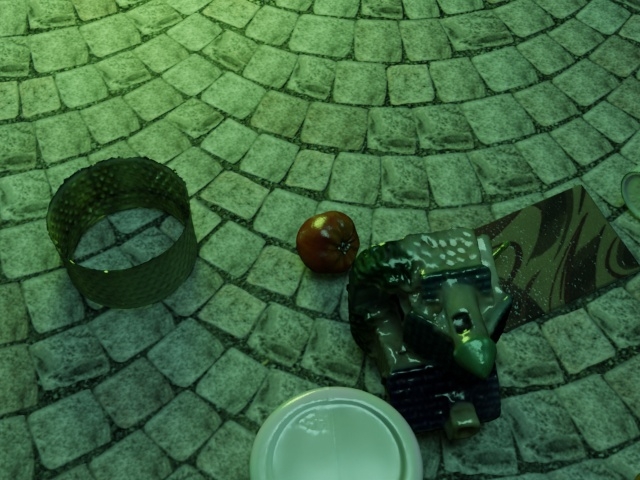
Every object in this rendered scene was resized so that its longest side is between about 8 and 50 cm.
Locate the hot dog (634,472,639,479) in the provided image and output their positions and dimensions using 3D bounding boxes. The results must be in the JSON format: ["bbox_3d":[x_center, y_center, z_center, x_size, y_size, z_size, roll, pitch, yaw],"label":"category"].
[{"bbox_3d":[0.557,0.414,1.446,0.140,0.060,0.090,-3,51,-11],"label":"hot dog"}]

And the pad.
[{"bbox_3d":[0.435,0.029,1.730,0.330,0.004,0.220,-23,65,-15],"label":"pad"}]

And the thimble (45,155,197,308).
[{"bbox_3d":[-0.370,-0.012,1.686,0.270,0.150,0.271,0,55,0],"label":"thimble"}]

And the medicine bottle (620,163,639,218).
[{"bbox_3d":[0.726,-0.138,1.783,0.225,0.139,0.139,-32,61,-20],"label":"medicine bottle"}]

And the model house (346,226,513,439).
[{"bbox_3d":[0.193,0.172,1.466,0.243,0.298,0.284,-12,56,-8],"label":"model house"}]

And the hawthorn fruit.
[{"bbox_3d":[0.008,-0.001,1.697,0.125,0.125,0.140,-36,64,-23],"label":"hawthorn fruit"}]

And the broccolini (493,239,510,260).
[{"bbox_3d":[0.277,0.058,1.688,0.194,0.054,0.052,-23,92,-2],"label":"broccolini"}]

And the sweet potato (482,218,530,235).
[{"bbox_3d":[0.371,-0.028,1.775,0.115,0.026,0.026,-13,56,-9],"label":"sweet potato"}]

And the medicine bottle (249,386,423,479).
[{"bbox_3d":[0.022,0.381,1.354,0.252,0.241,0.253,1,54,-1],"label":"medicine bottle"}]
